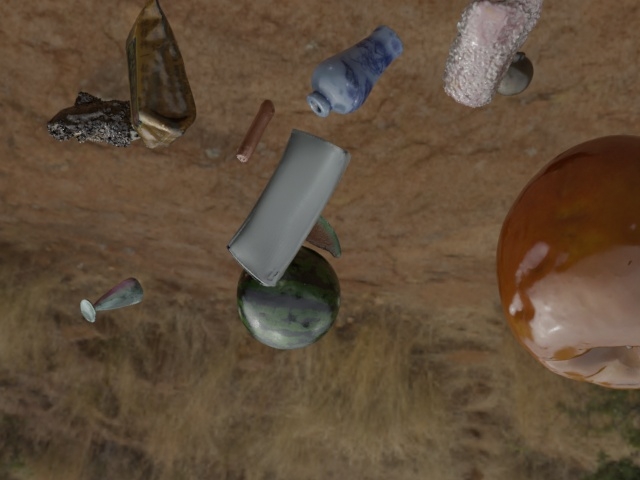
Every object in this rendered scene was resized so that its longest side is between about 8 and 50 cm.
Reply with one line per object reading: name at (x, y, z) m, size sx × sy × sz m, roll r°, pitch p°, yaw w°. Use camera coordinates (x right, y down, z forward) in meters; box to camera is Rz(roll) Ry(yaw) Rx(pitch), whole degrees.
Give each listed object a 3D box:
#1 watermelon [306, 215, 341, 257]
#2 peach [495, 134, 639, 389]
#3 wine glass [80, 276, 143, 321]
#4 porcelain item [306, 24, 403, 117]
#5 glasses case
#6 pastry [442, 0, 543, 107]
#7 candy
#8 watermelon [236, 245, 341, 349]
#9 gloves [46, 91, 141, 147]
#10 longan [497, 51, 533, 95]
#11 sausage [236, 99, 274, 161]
watermelon at (0.010, -0.004, 2.128) m, size 0.155 × 0.080 × 0.101 m, roll 30°, pitch 162°, yaw 29°
peach at (0.411, 0.026, 1.045) m, size 0.343 × 0.301 × 0.343 m, roll 6°, pitch 149°, yaw 4°
wine glass at (-0.541, 0.153, 2.022) m, size 0.073 × 0.073 × 0.155 m, roll -18°, pitch -175°, yaw 42°
porcelain item at (0.077, -0.394, 1.819) m, size 0.141 × 0.259 × 0.141 m, roll 41°, pitch 165°, yaw 14°
glasses case at (-0.063, -0.067, 1.516) m, size 0.128 × 0.308 × 0.083 m, roll 34°, pitch -169°, yaw 12°
pastry at (0.251, -0.292, 1.207) m, size 0.103 × 0.112 × 0.265 m, roll 39°, pitch 158°, yaw 14°
candy at (-0.288, -0.296, 1.356) m, size 0.101 × 0.271 × 0.143 m, roll -7°, pitch 172°, yaw -28°
watermelon at (-0.084, 0.146, 2.056) m, size 0.285 × 0.285 × 0.285 m, roll 5°, pitch 156°, yaw 2°
gloves at (-0.587, -0.326, 2.134) m, size 0.312 × 0.135 × 0.210 m, roll -1°, pitch -162°, yaw -27°
longan at (0.457, -0.403, 1.855) m, size 0.106 × 0.106 × 0.119 m, roll 7°, pitch 137°, yaw 0°
sausage at (-0.150, -0.265, 1.847) m, size 0.043 × 0.186 × 0.043 m, roll 18°, pitch 152°, yaw 10°
